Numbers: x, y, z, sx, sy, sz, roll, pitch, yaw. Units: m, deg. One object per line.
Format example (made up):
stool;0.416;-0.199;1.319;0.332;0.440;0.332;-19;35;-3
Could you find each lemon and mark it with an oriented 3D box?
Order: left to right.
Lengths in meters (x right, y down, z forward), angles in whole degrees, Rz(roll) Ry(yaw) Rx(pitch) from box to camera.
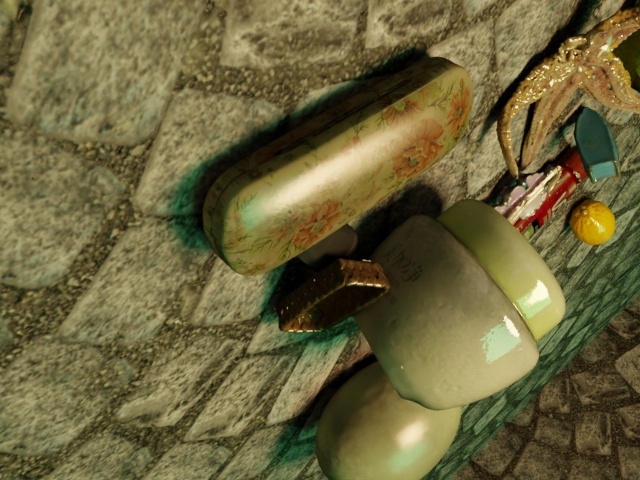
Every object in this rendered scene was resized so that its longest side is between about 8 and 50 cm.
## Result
lemon;0.726;-0.049;1.788;0.114;0.114;0.155;-49;138;3

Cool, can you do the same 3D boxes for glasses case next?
glasses case;0.037;-0.103;0.875;0.425;0.098;0.156;-33;142;-23

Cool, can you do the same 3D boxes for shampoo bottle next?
shampoo bottle;0.218;0.113;1.133;0.317;0.322;0.322;-40;150;4
shampoo bottle;0.479;-0.078;1.478;0.314;0.076;0.118;-44;146;-5

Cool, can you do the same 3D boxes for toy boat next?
toy boat;0.567;-0.201;1.381;0.075;0.185;0.077;-17;145;20

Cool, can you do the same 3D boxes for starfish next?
starfish;0.470;-0.265;1.178;0.398;0.132;0.384;-38;146;7

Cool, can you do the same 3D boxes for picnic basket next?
picnic basket;0.014;0.086;1.031;0.110;0.054;0.193;8;150;-37

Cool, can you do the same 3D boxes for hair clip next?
hair clip;0.376;-0.046;1.358;0.292;0.084;0.106;-47;119;5

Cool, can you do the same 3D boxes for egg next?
egg;0.147;0.390;1.427;0.352;0.258;0.258;-37;148;-23

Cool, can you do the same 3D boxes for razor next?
razor;0.000;0.000;0.991;0.090;0.054;0.148;-52;150;2

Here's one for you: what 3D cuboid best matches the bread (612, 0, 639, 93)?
bread;0.729;-0.431;1.336;0.366;0.129;0.382;-40;150;-9
